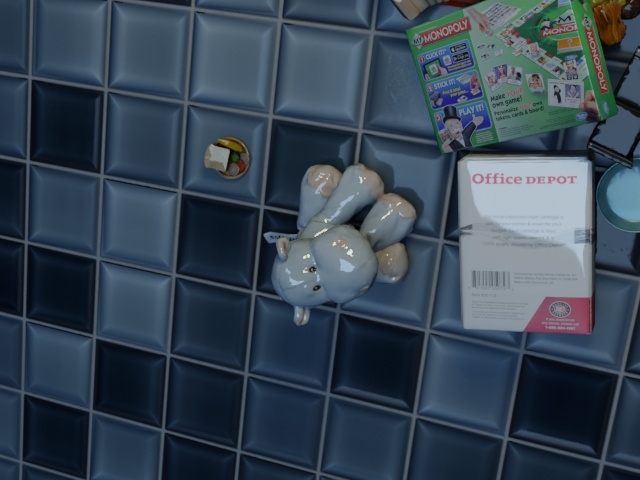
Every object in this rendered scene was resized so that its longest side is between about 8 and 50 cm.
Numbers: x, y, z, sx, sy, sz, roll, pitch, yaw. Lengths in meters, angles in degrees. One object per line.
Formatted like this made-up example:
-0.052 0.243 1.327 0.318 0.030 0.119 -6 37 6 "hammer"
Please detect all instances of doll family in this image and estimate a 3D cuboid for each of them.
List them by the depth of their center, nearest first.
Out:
0.357 -0.338 1.372 0.263 0.118 0.163 -19 104 32 "doll family"

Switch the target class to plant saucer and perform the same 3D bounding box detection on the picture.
0.499 -0.073 1.460 0.119 0.021 0.119 4 104 18 "plant saucer"

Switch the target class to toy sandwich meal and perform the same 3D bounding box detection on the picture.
-0.169 -0.149 1.667 0.086 0.029 0.085 5 105 18 "toy sandwich meal"

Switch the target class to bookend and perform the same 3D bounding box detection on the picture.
0.466 -0.201 1.367 0.072 0.156 0.157 27 109 11 "bookend"

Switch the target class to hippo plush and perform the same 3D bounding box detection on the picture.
0.000 0.000 1.533 0.294 0.236 0.234 -9 100 21 "hippo plush"

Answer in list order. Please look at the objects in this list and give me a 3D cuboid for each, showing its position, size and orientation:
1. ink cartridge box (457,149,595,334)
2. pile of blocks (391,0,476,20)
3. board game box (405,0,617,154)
0.334 -0.002 1.482 0.207 0.117 0.283 1 104 19 "ink cartridge box"
0.229 -0.424 1.384 0.112 0.149 0.362 47 153 -23 "pile of blocks"
0.278 -0.259 1.393 0.317 0.046 0.213 -6 102 52 "board game box"
